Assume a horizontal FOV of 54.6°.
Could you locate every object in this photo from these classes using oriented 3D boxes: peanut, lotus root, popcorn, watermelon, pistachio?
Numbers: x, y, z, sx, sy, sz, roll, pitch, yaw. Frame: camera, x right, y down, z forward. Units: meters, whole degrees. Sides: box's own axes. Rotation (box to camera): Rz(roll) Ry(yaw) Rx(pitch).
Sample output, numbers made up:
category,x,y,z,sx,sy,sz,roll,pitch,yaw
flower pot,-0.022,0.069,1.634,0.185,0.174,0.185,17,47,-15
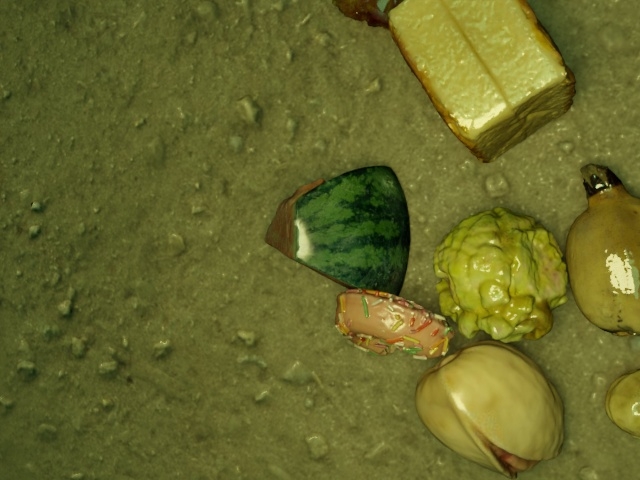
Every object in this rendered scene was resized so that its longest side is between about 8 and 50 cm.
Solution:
category,x,y,z,sx,sy,sz,roll,pitch,yaw
peanut,0.648,0.279,1.035,0.319,0.147,0.147,-8,88,13
lotus root,0.514,0.014,1.061,0.183,0.183,0.309,-11,82,18
popcorn,0.308,0.068,1.097,0.212,0.259,0.258,-18,84,59
watermelon,0.025,0.024,1.208,0.293,0.283,0.250,-42,61,40
pistachio,0.297,0.294,1.084,0.230,0.229,0.309,-39,120,15

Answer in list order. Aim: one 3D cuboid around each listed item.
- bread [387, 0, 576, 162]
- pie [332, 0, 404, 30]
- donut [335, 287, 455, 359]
category,x,y,z,sx,sy,sz,roll,pitch,yaw
bread,0.278,-0.300,1.068,0.207,0.279,0.279,-32,82,16
pie,0.174,-0.551,1.172,0.355,0.103,0.288,-42,69,8
donut,0.116,0.158,1.141,0.199,0.233,0.085,29,71,-18
